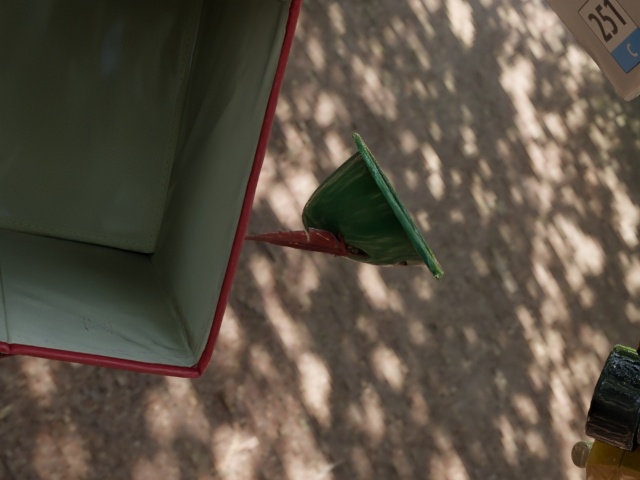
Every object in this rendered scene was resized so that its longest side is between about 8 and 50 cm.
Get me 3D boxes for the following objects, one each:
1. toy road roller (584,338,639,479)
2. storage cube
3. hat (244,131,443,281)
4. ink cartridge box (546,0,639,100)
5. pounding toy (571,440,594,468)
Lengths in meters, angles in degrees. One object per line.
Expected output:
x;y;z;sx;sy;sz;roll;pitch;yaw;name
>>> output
0.398;0.167;1.372;0.240;0.203;0.329;-60;155;-29;toy road roller
-0.139;-0.066;0.662;0.184;0.215;0.193;9;18;-20;storage cube
0.000;0.000;1.432;0.208;0.184;0.173;56;6;-28;hat
0.196;-0.250;0.911;0.261;0.066;0.296;54;-13;5;ink cartridge box
0.407;0.271;1.644;0.094;0.206;0.181;6;93;-40;pounding toy
